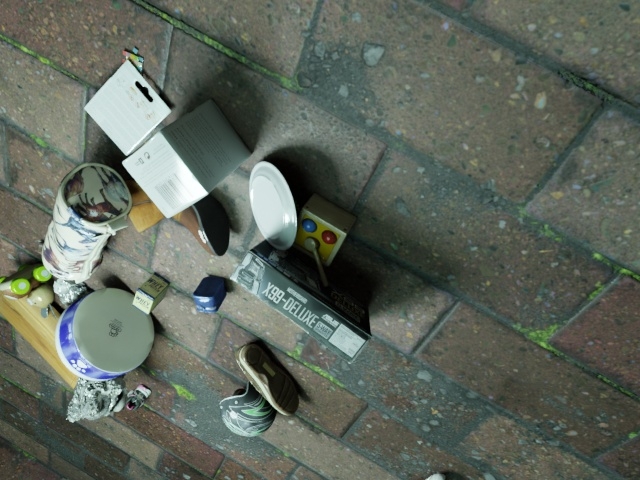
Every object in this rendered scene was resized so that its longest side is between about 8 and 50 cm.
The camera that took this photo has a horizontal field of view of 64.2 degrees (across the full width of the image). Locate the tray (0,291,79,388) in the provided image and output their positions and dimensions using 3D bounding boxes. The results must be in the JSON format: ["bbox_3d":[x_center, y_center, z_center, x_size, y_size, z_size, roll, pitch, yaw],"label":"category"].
[{"bbox_3d":[-0.979,0.328,1.824,0.411,0.076,0.203,45,131,3],"label":"tray"}]

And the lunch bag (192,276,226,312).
[{"bbox_3d":[-0.299,0.153,1.387,0.067,0.098,0.065,5,128,16],"label":"lunch bag"}]

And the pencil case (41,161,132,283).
[{"bbox_3d":[-0.622,-0.026,1.342,0.410,0.160,0.183,-38,71,49],"label":"pencil case"}]

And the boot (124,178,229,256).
[{"bbox_3d":[-0.384,-0.055,1.282,0.280,0.096,0.264,-15,116,34],"label":"boot"}]

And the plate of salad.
[{"bbox_3d":[-0.099,-0.076,1.119,0.200,0.048,0.200,31,129,47],"label":"plate of salad"}]

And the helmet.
[{"bbox_3d":[-0.220,0.518,1.567,0.169,0.161,0.169,13,127,18],"label":"helmet"}]

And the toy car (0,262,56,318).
[{"bbox_3d":[-0.943,0.184,1.684,0.155,0.149,0.188,-1,118,39],"label":"toy car"}]

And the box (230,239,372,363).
[{"bbox_3d":[-0.032,0.121,1.141,0.307,0.242,0.076,36,98,0],"label":"box"}]

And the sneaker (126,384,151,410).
[{"bbox_3d":[-0.709,0.608,1.928,0.072,0.077,0.178,38,132,-1],"label":"sneaker"}]

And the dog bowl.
[{"bbox_3d":[-0.643,0.280,1.537,0.104,0.265,0.265,-26,109,34],"label":"dog bowl"}]

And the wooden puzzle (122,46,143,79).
[{"bbox_3d":[-0.411,-0.384,1.117,0.049,0.006,0.083,26,130,8],"label":"wooden puzzle"}]

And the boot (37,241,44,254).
[{"bbox_3d":[-0.843,0.053,1.622,0.114,0.037,0.106,-2,109,23],"label":"boot"}]

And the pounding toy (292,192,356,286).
[{"bbox_3d":[0.000,0.000,1.129,0.130,0.100,0.141,31,130,4],"label":"pounding toy"}]

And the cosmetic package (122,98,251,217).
[{"bbox_3d":[-0.279,-0.174,1.085,0.151,0.183,0.151,-23,111,36],"label":"cosmetic package"}]

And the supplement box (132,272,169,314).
[{"bbox_3d":[-0.496,0.156,1.495,0.056,0.083,0.083,33,130,0],"label":"supplement box"}]

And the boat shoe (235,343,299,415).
[{"bbox_3d":[-0.161,0.411,1.521,0.095,0.095,0.257,-18,108,49],"label":"boat shoe"}]

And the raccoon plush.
[{"bbox_3d":[-0.776,0.369,1.643,0.446,0.299,0.216,41,131,-5],"label":"raccoon plush"}]

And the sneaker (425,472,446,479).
[{"bbox_3d":[0.293,0.783,1.542,0.123,0.106,0.290,19,131,10],"label":"sneaker"}]

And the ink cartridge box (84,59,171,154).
[{"bbox_3d":[-0.437,-0.305,1.175,0.179,0.045,0.145,-33,104,25],"label":"ink cartridge box"}]
